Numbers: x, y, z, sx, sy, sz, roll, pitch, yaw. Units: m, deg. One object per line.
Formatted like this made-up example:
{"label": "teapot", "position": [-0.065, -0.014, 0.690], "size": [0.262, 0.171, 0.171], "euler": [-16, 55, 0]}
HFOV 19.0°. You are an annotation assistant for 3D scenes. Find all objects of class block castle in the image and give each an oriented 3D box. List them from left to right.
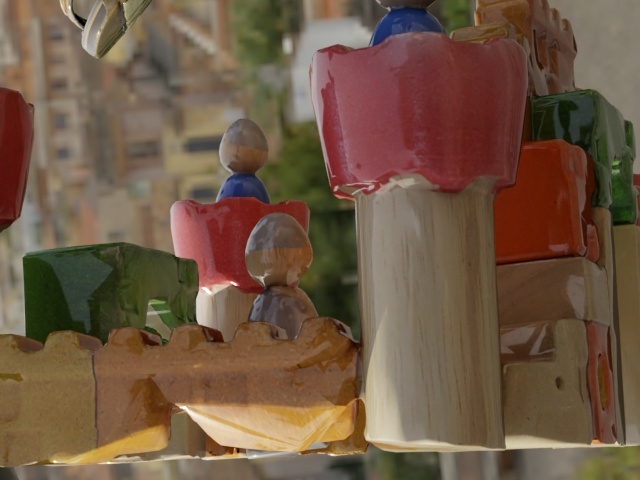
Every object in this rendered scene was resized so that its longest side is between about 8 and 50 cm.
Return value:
{"label": "block castle", "position": [0.000, 0.000, 0.931], "size": [0.453, 0.303, 0.213], "euler": [18, -111, -71]}

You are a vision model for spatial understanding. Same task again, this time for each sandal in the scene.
{"label": "sandal", "position": [-0.143, -0.178, 1.304], "size": [0.090, 0.060, 0.219], "euler": [-49, 11, 6]}

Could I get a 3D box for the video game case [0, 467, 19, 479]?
{"label": "video game case", "position": [-0.207, 0.078, 0.860], "size": [0.274, 0.026, 0.196], "euler": [62, -165, 20]}
